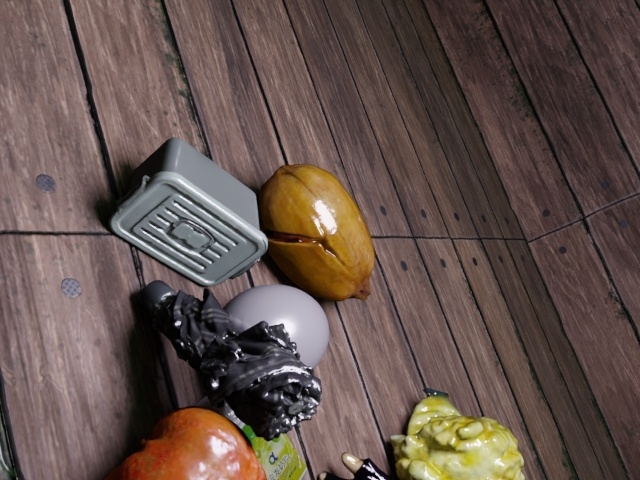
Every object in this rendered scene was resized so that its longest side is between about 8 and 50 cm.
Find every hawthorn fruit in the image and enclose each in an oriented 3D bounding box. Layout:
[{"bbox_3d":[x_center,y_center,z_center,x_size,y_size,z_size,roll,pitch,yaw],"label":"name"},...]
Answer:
[{"bbox_3d":[-0.146,0.340,0.792,0.243,0.207,0.207,42,35,-2],"label":"hawthorn fruit"}]

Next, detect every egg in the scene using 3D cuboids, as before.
[{"bbox_3d":[-0.077,0.160,1.054,0.232,0.176,0.176,-13,77,-59],"label":"egg"}]

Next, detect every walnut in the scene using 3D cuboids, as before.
[{"bbox_3d":[0.000,0.000,1.259,0.336,0.209,0.209,51,34,-18],"label":"walnut"}]

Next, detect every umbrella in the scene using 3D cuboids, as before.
[{"bbox_3d":[-0.133,0.141,0.893,0.154,0.128,0.336,-5,30,-38],"label":"umbrella"}]

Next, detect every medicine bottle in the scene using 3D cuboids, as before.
[{"bbox_3d":[-0.120,0.322,0.958,0.188,0.088,0.132,59,33,-6],"label":"medicine bottle"}]

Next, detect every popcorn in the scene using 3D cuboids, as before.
[{"bbox_3d":[0.271,0.456,1.260,0.293,0.293,0.237,22,85,-45],"label":"popcorn"}]

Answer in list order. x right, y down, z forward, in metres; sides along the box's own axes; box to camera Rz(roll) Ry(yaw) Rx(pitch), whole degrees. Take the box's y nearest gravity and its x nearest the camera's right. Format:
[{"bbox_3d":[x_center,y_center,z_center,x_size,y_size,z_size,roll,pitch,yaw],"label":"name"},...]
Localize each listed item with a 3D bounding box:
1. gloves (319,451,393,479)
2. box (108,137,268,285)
[{"bbox_3d":[0.103,0.518,1.092,0.301,0.152,0.197,54,3,13],"label":"gloves"},{"bbox_3d":[-0.213,-0.050,1.050,0.243,0.163,0.135,36,32,-32],"label":"box"}]
